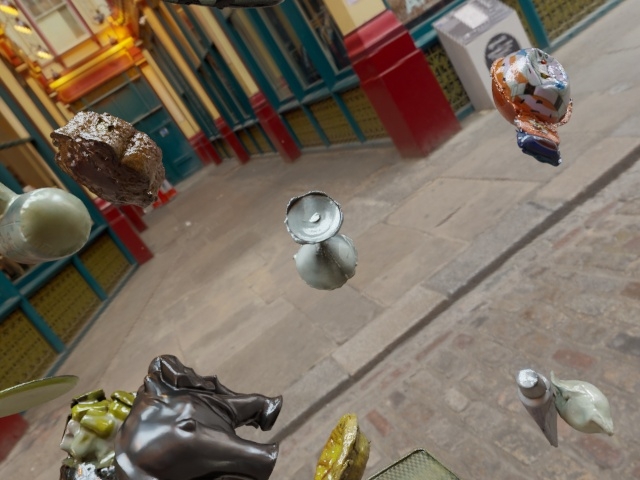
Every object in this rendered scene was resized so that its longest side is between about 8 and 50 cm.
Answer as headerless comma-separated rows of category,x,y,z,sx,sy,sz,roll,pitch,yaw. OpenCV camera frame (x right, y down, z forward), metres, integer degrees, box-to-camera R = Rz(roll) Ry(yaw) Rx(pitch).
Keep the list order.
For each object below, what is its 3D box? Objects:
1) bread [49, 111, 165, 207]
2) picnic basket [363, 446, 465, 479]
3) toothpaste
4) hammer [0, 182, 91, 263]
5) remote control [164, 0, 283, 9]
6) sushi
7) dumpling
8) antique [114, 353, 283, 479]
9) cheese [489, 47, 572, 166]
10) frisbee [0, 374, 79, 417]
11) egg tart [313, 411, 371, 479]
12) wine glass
bread,-0.461,-0.176,1.230,0.135,0.246,0.232,-65,8,-26
picnic basket,0.161,0.538,1.058,0.266,0.139,0.165,-22,22,-24
toothpaste,0.459,0.337,1.152,0.099,0.282,0.068,-52,43,-9
hammer,-0.496,-0.079,0.811,0.201,0.305,0.113,-10,47,45
remote control,-0.183,-0.469,1.024,0.256,0.097,0.045,-5,-28,-7
sushi,-0.385,0.468,1.198,0.327,0.285,0.328,-9,-19,22
dumpling,0.537,0.332,1.169,0.100,0.134,0.169,-39,13,25
antique,-0.208,0.326,0.930,0.322,0.255,0.185,-85,19,-73
cheese,0.456,-0.291,1.193,0.129,0.216,0.329,125,162,-50
frisbee,-0.647,0.345,1.213,0.236,0.017,0.236,-22,-16,-7
egg tart,0.070,0.657,1.659,0.295,0.116,0.295,-62,0,1
wine glass,0.000,0.000,1.191,0.156,0.156,0.232,-35,-25,-7
